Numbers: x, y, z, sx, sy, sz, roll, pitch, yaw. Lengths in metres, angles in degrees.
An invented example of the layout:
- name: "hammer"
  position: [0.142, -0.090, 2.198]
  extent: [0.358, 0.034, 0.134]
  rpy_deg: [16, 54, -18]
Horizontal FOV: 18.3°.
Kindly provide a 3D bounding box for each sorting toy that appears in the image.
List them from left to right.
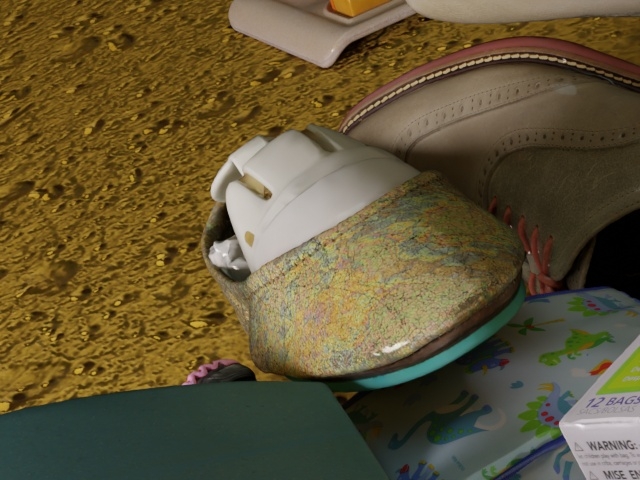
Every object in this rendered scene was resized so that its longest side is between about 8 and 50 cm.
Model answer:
- name: "sorting toy"
  position: [0.047, -0.209, 1.528]
  extent: [0.208, 0.038, 0.193]
  rpy_deg: [-30, 26, -16]

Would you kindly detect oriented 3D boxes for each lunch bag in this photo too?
- name: "lunch bag"
  position: [0.098, 0.084, 0.840]
  extent: [0.151, 0.096, 0.129]
  rpy_deg: [-37, 27, -8]

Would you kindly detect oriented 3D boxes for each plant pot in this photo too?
- name: "plant pot"
  position: [-0.079, 0.157, 0.770]
  extent: [0.234, 0.165, 0.166]
  rpy_deg: [-20, 25, -8]

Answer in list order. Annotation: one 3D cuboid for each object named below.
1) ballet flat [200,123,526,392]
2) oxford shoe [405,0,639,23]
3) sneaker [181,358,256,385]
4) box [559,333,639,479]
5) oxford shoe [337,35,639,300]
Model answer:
- name: "ballet flat"
  position: [0.000, 0.000, 0.934]
  extent: [0.123, 0.123, 0.348]
  rpy_deg: [-26, 4, -8]
- name: "oxford shoe"
  position: [0.230, -0.134, 1.041]
  extent: [0.397, 0.146, 0.140]
  rpy_deg: [-3, 39, 7]
- name: "sneaker"
  position: [-0.057, 0.107, 0.995]
  extent: [0.057, 0.047, 0.119]
  rpy_deg: [16, 43, 25]
- name: "box"
  position: [0.203, 0.048, 0.740]
  extent: [0.114, 0.103, 0.203]
  rpy_deg: [-9, 26, 51]
- name: "oxford shoe"
  position: [0.124, -0.020, 1.001]
  extent: [0.348, 0.123, 0.130]
  rpy_deg: [1, 40, 43]
